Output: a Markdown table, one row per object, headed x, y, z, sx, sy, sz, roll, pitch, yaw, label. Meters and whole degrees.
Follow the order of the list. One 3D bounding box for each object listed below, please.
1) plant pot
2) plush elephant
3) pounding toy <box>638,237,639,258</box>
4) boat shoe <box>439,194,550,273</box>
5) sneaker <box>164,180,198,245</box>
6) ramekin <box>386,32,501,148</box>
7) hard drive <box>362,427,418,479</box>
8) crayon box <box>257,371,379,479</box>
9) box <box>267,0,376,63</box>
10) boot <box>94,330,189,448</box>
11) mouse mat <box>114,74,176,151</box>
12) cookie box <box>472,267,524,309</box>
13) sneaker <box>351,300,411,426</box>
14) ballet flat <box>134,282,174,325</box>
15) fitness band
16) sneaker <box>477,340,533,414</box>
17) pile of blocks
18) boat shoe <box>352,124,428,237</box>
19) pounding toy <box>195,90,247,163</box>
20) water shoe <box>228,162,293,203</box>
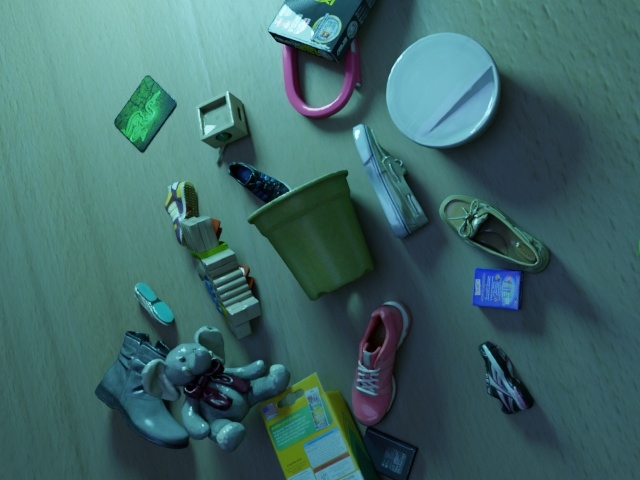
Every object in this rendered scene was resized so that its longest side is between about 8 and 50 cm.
| x | y | z | sx | sy | sz | roll | pitch | yaw | label |
| --- | --- | --- | --- | --- | --- | --- | --- | --- | --- |
| 0.000 | 0.000 | 1.862 | 0.276 | 0.276 | 0.253 | -28 | 87 | 21 | plant pot |
| -0.287 | 0.354 | 1.921 | 0.255 | 0.272 | 0.330 | 54 | 145 | -12 | plush elephant |
| 0.773 | 0.032 | 1.585 | 0.237 | 0.110 | 0.183 | -30 | 60 | -10 | pounding toy |
| 0.397 | -0.023 | 1.753 | 0.285 | 0.089 | 0.104 | 31 | 100 | 24 | boat shoe |
| -0.397 | -0.073 | 2.142 | 0.084 | 0.070 | 0.185 | -7 | 77 | 33 | sneaker |
| 0.303 | -0.343 | 1.800 | 0.273 | 0.127 | 0.272 | -2 | 85 | 25 | ramekin |
| 0.162 | 0.527 | 1.859 | 0.135 | 0.022 | 0.094 | 19 | 94 | 25 | hard drive |
| -0.004 | 0.516 | 1.889 | 0.203 | 0.083 | 0.322 | -33 | 69 | 23 | crayon box |
| 0.020 | -0.607 | 1.941 | 0.216 | 0.060 | 0.270 | 28 | 84 | 31 | box |
| -0.467 | 0.410 | 2.112 | 0.338 | 0.118 | 0.222 | 31 | 94 | 19 | boot |
| -0.522 | -0.378 | 2.249 | 0.152 | 0.007 | 0.189 | 44 | 105 | 21 | mouse mat |
| 0.413 | 0.111 | 1.763 | 0.107 | 0.040 | 0.091 | 5 | 88 | 25 | cookie box |
| 0.123 | 0.297 | 1.831 | 0.116 | 0.136 | 0.313 | 13 | 92 | 26 | sneaker |
| -0.476 | 0.190 | 2.170 | 0.168 | 0.057 | 0.052 | 47 | 133 | 24 | ballet flat |
| 0.001 | -0.464 | 1.992 | 0.209 | 0.054 | 0.290 | -8 | 82 | 27 | fitness band |
| 0.405 | 0.320 | 1.739 | 0.077 | 0.072 | 0.178 | -39 | 66 | 28 | sneaker |
| -0.256 | 0.085 | 2.054 | 0.113 | 0.149 | 0.362 | -23 | 84 | -22 | pile of blocks |
| 0.171 | -0.155 | 1.873 | 0.094 | 0.109 | 0.302 | -24 | 85 | 6 | boat shoe |
| -0.271 | -0.309 | 2.090 | 0.130 | 0.100 | 0.141 | -21 | 67 | 22 | pounding toy |
| -0.163 | -0.145 | 2.025 | 0.203 | 0.080 | 0.072 | 28 | 99 | 24 | water shoe |
